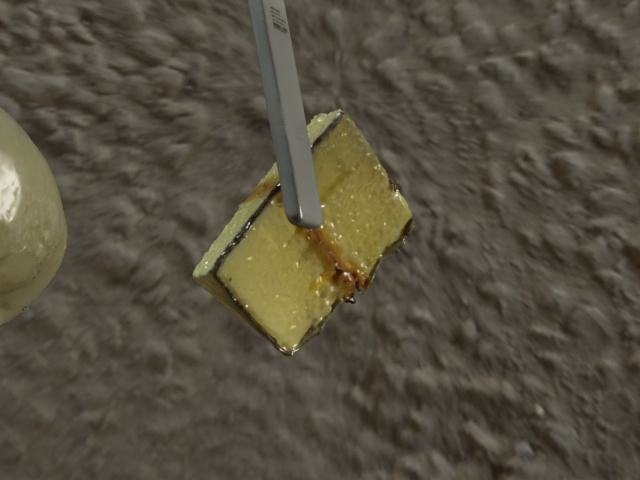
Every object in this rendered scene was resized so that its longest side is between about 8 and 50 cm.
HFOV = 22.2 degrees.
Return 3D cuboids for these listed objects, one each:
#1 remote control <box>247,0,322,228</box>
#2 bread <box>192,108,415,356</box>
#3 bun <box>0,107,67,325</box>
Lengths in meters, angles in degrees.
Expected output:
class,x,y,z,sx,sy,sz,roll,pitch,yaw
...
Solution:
class,x,y,z,sx,sy,sz,roll,pitch,yaw
remote control,-0.040,-0.139,1.686,0.029,0.067,0.261,-14,80,21
bread,0.000,0.000,1.788,0.178,0.135,0.240,41,81,-12
bun,-0.425,-0.023,1.607,0.362,0.235,0.326,32,136,-30
